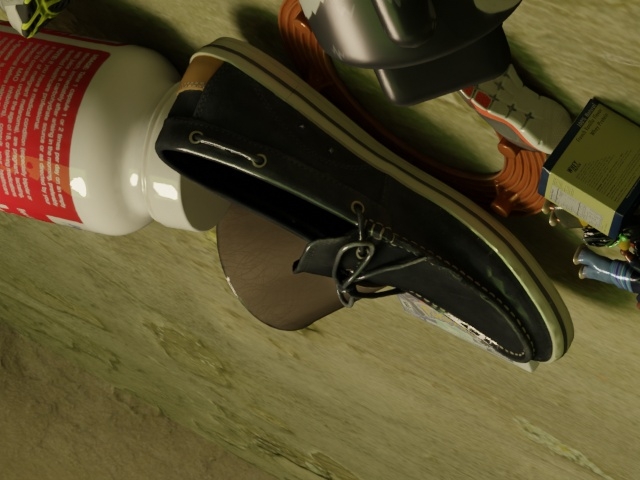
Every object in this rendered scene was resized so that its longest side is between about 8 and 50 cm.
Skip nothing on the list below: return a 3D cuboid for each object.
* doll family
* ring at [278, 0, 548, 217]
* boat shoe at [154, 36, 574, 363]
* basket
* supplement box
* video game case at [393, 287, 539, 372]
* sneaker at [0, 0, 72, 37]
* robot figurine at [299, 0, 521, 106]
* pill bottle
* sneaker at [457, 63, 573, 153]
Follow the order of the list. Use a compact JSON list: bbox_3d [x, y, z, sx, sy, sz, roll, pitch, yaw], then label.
[{"bbox_3d":[0.278,-0.008,1.725,0.111,0.076,0.193,16,158,39],"label":"doll family"},{"bbox_3d":[0.089,-0.129,1.841,0.336,0.032,0.336,34,161,13],"label":"ring"},{"bbox_3d":[0.041,-0.012,1.929,0.500,0.156,0.187,36,161,-1],"label":"boat shoe"},{"bbox_3d":[0.000,0.000,2.145,0.227,0.154,0.204,-12,100,60],"label":"basket"},{"bbox_3d":[0.248,-0.062,1.613,0.083,0.083,0.056,32,161,14],"label":"supplement box"},{"bbox_3d":[0.160,0.071,2.218,0.201,0.023,0.183,26,159,33],"label":"video game case"},{"bbox_3d":[-0.326,-0.341,1.929,0.147,0.145,0.384,43,158,3],"label":"sneaker"},{"bbox_3d":[0.047,-0.233,1.311,0.209,0.173,0.278,24,146,48],"label":"robot figurine"},{"bbox_3d":[-0.304,-0.133,2.191,0.408,0.229,0.229,13,154,22],"label":"pill bottle"},{"bbox_3d":[0.154,-0.127,1.662,0.158,0.061,0.065,41,158,-12],"label":"sneaker"}]
